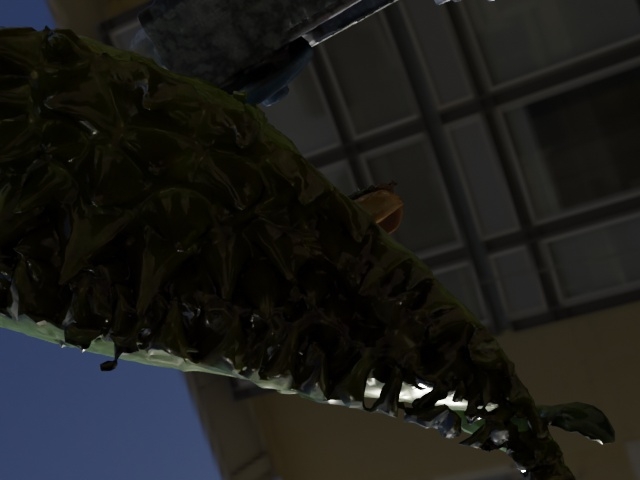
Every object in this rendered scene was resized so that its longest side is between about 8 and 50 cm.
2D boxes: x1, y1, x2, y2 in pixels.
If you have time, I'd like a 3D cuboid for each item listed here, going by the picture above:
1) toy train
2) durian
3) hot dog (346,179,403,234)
[{"bbox_3d":[0.026,-0.190,0.809,0.131,0.299,0.202,58,-149,-14],"label":"toy train"},{"bbox_3d":[-0.077,-0.012,0.464,0.132,0.375,0.107,4,-74,-79],"label":"durian"},{"bbox_3d":[0.000,0.000,0.913,0.041,0.133,0.056,51,166,24],"label":"hot dog"}]
